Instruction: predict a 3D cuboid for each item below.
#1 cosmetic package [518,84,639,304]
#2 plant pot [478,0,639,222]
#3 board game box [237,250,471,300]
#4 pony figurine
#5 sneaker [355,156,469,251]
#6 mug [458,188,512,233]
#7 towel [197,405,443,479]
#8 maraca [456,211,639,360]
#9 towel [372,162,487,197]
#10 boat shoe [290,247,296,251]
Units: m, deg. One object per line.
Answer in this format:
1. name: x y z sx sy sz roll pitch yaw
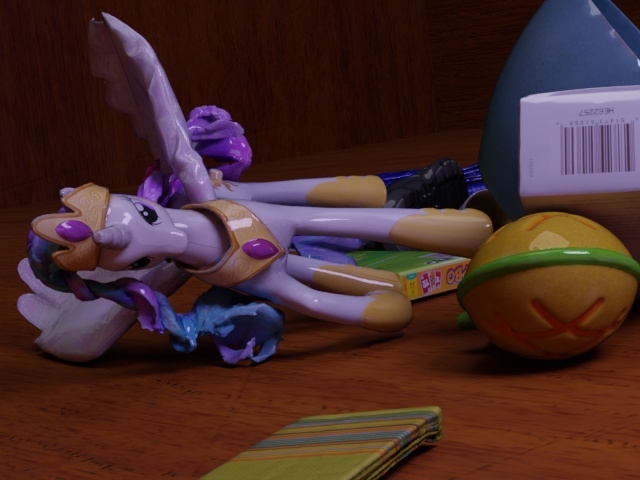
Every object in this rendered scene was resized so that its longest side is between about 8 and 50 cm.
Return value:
1. cosmetic package: 0.221 -0.027 1.049 0.117 0.086 0.231 -2 -21 15
2. plant pot: 0.268 -0.090 1.348 0.195 0.290 0.290 -41 -5 19
3. board game box: 0.029 0.033 1.383 0.124 0.039 0.259 -12 10 -42
4. pony figurine: -0.095 -0.019 1.158 0.363 0.303 0.351 6 9 -26
5. sneaker: 0.097 -0.038 1.641 0.106 0.101 0.267 -6 6 29
6. mug: 0.193 -0.021 1.631 0.062 0.078 0.064 -41 4 -9
7. towel: -0.025 0.130 0.712 0.102 0.021 0.237 -10 6 29
8. maraca: 0.157 0.039 0.978 0.127 0.099 0.186 1 -19 -2
9. towel: 0.223 -0.085 1.997 0.308 0.076 0.227 -7 8 -3
10. boat shoe: 0.000 0.000 1.452 0.100 0.035 0.035 3 37 40
